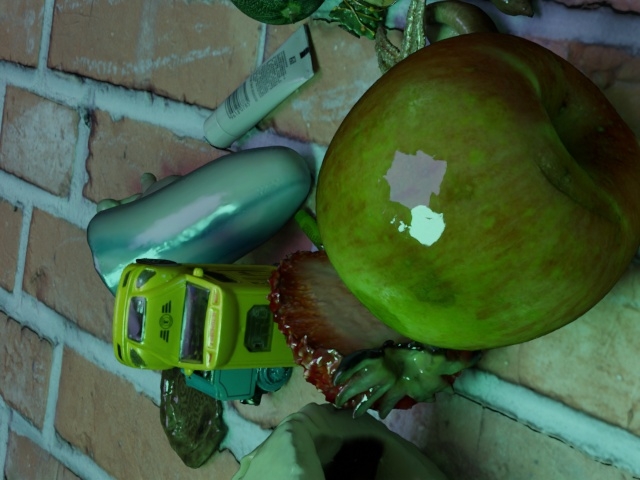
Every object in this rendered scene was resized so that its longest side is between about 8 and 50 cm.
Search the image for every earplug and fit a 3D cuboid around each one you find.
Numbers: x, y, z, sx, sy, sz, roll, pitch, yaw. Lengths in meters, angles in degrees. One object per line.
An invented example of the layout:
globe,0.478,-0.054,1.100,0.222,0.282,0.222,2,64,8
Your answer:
earplug,-0.156,-0.033,2.069,0.324,0.185,0.185,-29,62,21

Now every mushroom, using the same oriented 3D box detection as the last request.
mushroom,0.183,-0.204,1.719,0.094,0.072,0.209,-42,54,50

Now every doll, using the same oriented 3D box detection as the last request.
doll,0.069,-0.323,1.917,0.078,0.077,0.113,35,88,23
doll,-0.250,-0.039,2.299,0.275,0.113,0.154,-8,90,47

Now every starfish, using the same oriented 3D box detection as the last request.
starfish,0.101,-0.206,1.784,0.231,0.048,0.295,-136,45,-70

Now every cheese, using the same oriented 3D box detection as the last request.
cheese,0.032,0.336,1.653,0.153,0.332,0.292,-49,59,17

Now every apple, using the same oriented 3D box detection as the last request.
apple,0.167,-0.046,1.517,0.340,0.340,0.339,-5,84,54

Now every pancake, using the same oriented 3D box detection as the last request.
pancake,-0.204,0.246,2.279,0.212,0.029,0.235,-18,72,54

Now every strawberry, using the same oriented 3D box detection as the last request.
strawberry,0.061,0.114,1.777,0.306,0.234,0.137,-129,30,-59

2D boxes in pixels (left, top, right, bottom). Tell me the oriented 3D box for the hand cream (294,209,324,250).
hand cream,0.000,0.000,2.008,0.122,0.023,0.036,52,149,41

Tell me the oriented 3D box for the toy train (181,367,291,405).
toy train,-0.117,0.143,2.056,0.107,0.154,0.197,18,102,51

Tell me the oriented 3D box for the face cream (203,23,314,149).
face cream,-0.090,-0.220,2.127,0.244,0.058,0.092,-37,53,41

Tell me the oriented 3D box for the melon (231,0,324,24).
melon,-0.069,-0.415,1.996,0.182,0.182,0.287,-42,55,45

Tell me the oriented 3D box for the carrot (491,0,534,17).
carrot,0.169,-0.384,1.761,0.342,0.070,0.070,58,133,36

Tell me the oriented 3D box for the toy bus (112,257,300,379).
toy bus,-0.106,0.105,1.890,0.152,0.330,0.144,13,99,51
